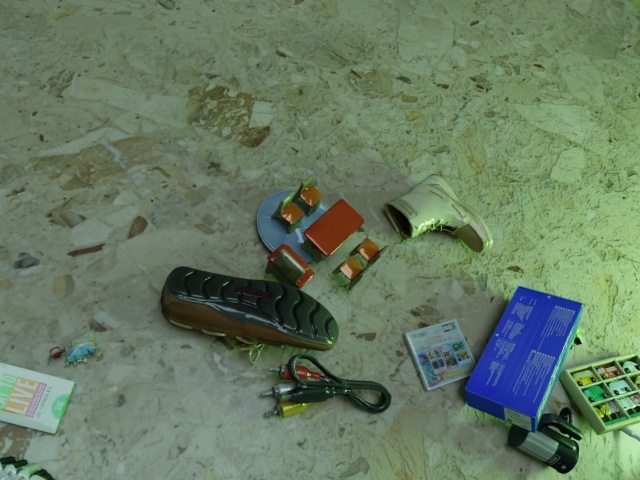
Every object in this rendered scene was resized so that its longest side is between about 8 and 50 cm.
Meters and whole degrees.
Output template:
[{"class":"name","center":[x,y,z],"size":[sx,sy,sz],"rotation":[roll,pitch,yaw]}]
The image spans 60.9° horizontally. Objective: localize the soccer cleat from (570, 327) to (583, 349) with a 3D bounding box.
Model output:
[{"class":"soccer cleat","center":[0.621,0.258,1.430],"size":[0.179,0.060,0.072],"rotation":[-6,69,-25]}]

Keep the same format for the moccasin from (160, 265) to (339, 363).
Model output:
[{"class":"moccasin","center":[-0.149,0.168,1.156],"size":[0.380,0.147,0.139],"rotation":[10,44,-11]}]

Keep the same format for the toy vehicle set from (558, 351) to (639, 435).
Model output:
[{"class":"toy vehicle set","center":[0.766,0.388,1.399],"size":[0.267,0.035,0.166],"rotation":[-6,49,-23]}]

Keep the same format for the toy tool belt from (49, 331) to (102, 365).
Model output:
[{"class":"toy tool belt","center":[-0.472,0.217,1.052],"size":[0.083,0.052,0.051],"rotation":[-23,65,-28]}]

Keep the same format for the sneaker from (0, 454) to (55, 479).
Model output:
[{"class":"sneaker","center":[-0.583,0.405,0.889],"size":[0.292,0.110,0.118],"rotation":[12,67,-5]}]

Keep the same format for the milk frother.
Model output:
[{"class":"milk frother","center":[0.531,0.446,1.287],"size":[0.135,0.129,0.143],"rotation":[30,14,-4]}]

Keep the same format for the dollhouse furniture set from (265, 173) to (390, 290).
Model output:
[{"class":"dollhouse furniture set","center":[0.000,0.000,1.253],"size":[0.262,0.135,0.259],"rotation":[44,58,4]}]

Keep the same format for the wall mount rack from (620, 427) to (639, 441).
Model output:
[{"class":"wall mount rack","center":[0.941,0.546,1.363],"size":[0.350,0.130,0.304],"rotation":[-23,77,-29]}]

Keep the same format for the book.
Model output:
[{"class":"book","center":[-0.543,0.290,1.002],"size":[0.144,0.035,0.096],"rotation":[19,63,-12]}]

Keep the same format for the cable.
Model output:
[{"class":"cable","center":[0.019,0.308,1.172],"size":[0.287,0.072,0.139],"rotation":[5,89,-26]}]

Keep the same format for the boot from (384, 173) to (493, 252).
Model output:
[{"class":"boot","center":[0.314,-0.040,1.451],"size":[0.203,0.095,0.262],"rotation":[-30,75,-31]}]

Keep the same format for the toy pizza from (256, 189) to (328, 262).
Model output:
[{"class":"toy pizza","center":[-0.061,-0.034,1.348],"size":[0.201,0.032,0.201],"rotation":[9,62,-17]}]

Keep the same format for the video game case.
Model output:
[{"class":"video game case","center":[0.294,0.275,1.323],"size":[0.157,0.019,0.143],"rotation":[-10,68,-25]}]

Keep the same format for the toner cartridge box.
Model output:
[{"class":"toner cartridge box","center":[0.496,0.272,1.315],"size":[0.165,0.075,0.348],"rotation":[17,52,33]}]
